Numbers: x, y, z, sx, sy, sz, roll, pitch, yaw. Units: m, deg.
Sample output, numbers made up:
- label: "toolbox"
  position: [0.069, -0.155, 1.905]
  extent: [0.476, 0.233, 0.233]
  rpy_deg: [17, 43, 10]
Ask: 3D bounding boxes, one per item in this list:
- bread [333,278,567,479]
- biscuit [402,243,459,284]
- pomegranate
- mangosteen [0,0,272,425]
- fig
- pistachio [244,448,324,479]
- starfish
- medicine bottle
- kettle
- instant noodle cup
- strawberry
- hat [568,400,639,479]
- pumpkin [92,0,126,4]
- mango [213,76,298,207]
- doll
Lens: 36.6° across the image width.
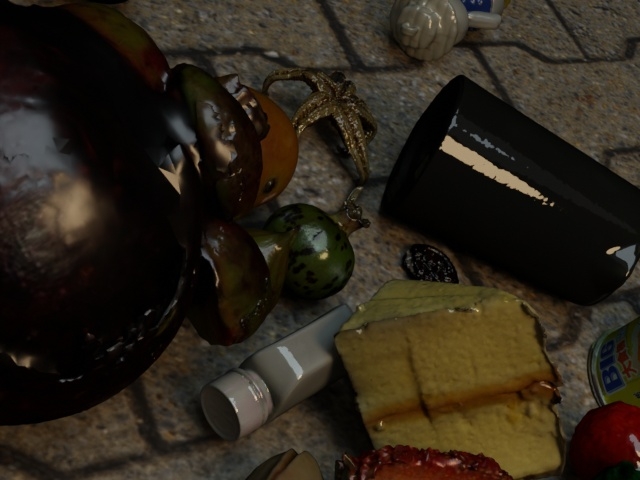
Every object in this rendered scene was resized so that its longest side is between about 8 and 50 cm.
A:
- label: "bread"
  position: [0.145, 0.164, 0.993]
  extent: [0.135, 0.178, 0.240]
  rpy_deg: [-39, 118, -41]
- label: "biscuit"
  position: [0.140, 0.046, 1.246]
  extent: [0.087, 0.027, 0.089]
  rpy_deg: [37, 48, 3]
- label: "pomegranate"
  position: [0.000, 0.000, 1.136]
  extent: [0.161, 0.122, 0.122]
  rpy_deg: [-40, 76, -1]
- label: "mangosteen"
  position: [-0.253, -0.022, 0.888]
  extent: [0.421, 0.381, 0.381]
  rpy_deg: [-2, 55, -43]
- label: "fig"
  position: [-0.079, 0.032, 1.059]
  extent: [0.103, 0.154, 0.109]
  rpy_deg: [62, 18, 16]
- label: "pistachio"
  position: [-0.052, 0.276, 0.914]
  extent: [0.108, 0.126, 0.185]
  rpy_deg: [8, 35, 18]
- label: "starfish"
  position: [0.007, -0.160, 1.312]
  extent: [0.146, 0.074, 0.190]
  rpy_deg: [-10, 62, -39]
- label: "medicine bottle"
  position: [-0.036, 0.141, 1.022]
  extent: [0.183, 0.119, 0.069]
  rpy_deg: [-28, 75, -38]
- label: "kettle"
  position: [0.255, -0.055, 1.306]
  extent: [0.308, 0.262, 0.203]
  rpy_deg: [28, 83, -9]
- label: "instant noodle cup"
  position: [0.473, 0.159, 1.246]
  extent: [0.205, 0.153, 0.205]
  rpy_deg: [14, 49, -17]
- label: "strawberry"
  position: [0.091, 0.278, 0.988]
  extent: [0.208, 0.167, 0.087]
  rpy_deg: [11, 12, -25]
- label: "hat"
  position: [0.353, 0.319, 1.045]
  extent: [0.274, 0.242, 0.332]
  rpy_deg: [46, 11, -37]
- label: "pumpkin"
  position: [-0.307, -0.397, 1.263]
  extent: [0.150, 0.194, 0.194]
  rpy_deg: [-30, 71, -20]
- label: "mango"
  position: [-0.151, -0.119, 1.156]
  extent: [0.254, 0.139, 0.175]
  rpy_deg: [13, 38, -8]
- label: "doll"
  position: [0.211, -0.367, 1.549]
  extent: [0.138, 0.119, 0.293]
  rpy_deg: [38, 41, 16]
